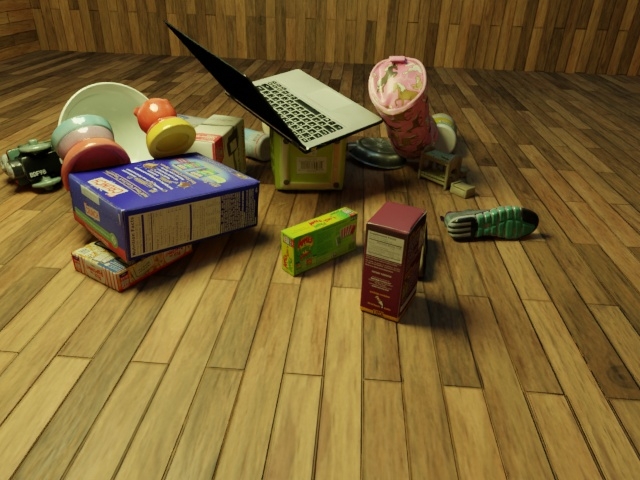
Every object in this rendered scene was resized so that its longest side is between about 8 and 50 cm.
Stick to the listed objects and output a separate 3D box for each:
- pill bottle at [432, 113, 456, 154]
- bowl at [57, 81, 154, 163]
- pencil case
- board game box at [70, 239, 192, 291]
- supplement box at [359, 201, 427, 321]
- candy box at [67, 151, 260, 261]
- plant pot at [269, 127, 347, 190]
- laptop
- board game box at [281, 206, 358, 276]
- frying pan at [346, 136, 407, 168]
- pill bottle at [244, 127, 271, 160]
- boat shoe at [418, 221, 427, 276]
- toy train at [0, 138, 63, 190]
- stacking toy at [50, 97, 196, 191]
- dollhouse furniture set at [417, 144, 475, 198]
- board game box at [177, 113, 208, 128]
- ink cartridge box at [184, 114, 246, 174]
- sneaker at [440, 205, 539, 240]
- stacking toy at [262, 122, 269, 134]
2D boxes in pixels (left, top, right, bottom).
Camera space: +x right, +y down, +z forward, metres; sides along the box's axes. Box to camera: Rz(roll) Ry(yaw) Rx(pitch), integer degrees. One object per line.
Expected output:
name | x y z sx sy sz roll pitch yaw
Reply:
pill bottle | 0.413 -0.372 1.738 0.117 0.118 0.208 8 30 11
bowl | -0.574 -0.265 1.360 0.297 0.298 0.134 -26 21 -39
pencil case | 0.244 -0.366 1.424 0.167 0.160 0.386 56 9 17
board game box | -0.394 0.023 1.061 0.146 0.045 0.193 19 33 28
supplement box | 0.132 0.038 0.920 0.080 0.188 0.104 15 32 24
candy box | -0.338 -0.088 1.098 0.317 0.122 0.268 -18 33 -40
plant pot | -0.032 -0.263 1.423 0.228 0.227 0.207 0 36 -5
laptop | -0.104 -0.414 1.251 0.407 0.237 0.382 -26 50 -28
board game box | 0.000 0.000 1.078 0.181 0.092 0.043 -22 36 -36
frying pan | 0.131 -0.309 1.653 0.325 0.053 0.197 19 32 10
pill bottle | -0.229 -0.317 1.634 0.160 0.087 0.087 22 35 32
boat shoe | 0.197 0.011 1.104 0.072 0.068 0.190 -2 28 17
toy train | -0.732 -0.244 1.442 0.190 0.142 0.333 13 31 43
stacking toy | -0.479 -0.207 1.205 0.308 0.280 0.130 -22 69 -35
dollhouse furniture set | 0.413 -0.219 1.481 0.160 0.101 0.181 -20 36 -33
board game box | -0.487 -0.347 1.693 0.318 0.066 0.318 13 31 18
ink cartridge box | -0.290 -0.233 1.394 0.100 0.172 0.237 7 29 8
sneaker | 0.408 -0.056 1.216 0.223 0.083 0.098 -2 25 -6
stacking toy | -0.143 -0.426 1.773 0.141 0.141 0.330 -3 18 -9
